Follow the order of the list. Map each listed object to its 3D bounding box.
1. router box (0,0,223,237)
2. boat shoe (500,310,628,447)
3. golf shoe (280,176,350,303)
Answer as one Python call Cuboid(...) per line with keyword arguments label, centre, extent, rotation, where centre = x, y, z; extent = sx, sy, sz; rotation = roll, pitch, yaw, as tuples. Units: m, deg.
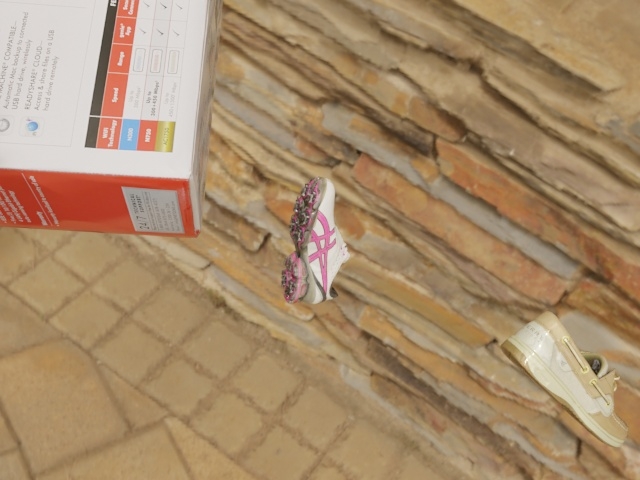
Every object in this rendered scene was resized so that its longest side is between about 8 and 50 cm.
Cuboid(label="router box", centre=(-0.216, -0.177, 0.479), extent=(0.301, 0.082, 0.335), rotation=(4, 67, -4))
Cuboid(label="boat shoe", centre=(0.179, 0.097, 0.500), extent=(0.135, 0.045, 0.050), rotation=(40, 4, -32))
Cuboid(label="golf shoe", centre=(0.000, 0.000, 1.008), extent=(0.086, 0.186, 0.067), rotation=(1, 24, -21))
